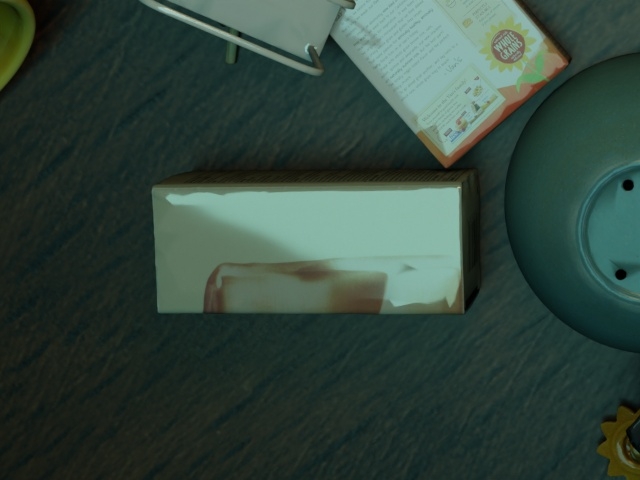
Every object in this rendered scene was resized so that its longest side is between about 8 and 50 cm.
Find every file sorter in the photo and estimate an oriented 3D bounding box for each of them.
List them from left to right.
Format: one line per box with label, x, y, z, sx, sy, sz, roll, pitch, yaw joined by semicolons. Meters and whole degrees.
file sorter;-0.030;-0.309;1.712;0.193;0.173;0.277;22;101;-10

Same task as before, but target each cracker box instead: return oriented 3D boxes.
cracker box;0.106;-0.207;1.847;0.156;0.067;0.232;-40;91;14

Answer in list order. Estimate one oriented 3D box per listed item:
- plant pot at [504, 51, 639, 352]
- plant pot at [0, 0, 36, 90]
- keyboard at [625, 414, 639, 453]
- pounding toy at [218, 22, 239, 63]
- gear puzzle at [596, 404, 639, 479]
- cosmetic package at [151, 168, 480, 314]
plant pot;0.306;-0.023;1.774;0.290;0.195;0.290;2;99;10
plant pot;-0.444;-0.236;1.871;0.254;0.254;0.239;-41;74;14
keyboard;0.425;0.098;1.790;0.317;0.201;0.033;-48;54;9
pounding toy;-0.088;-0.266;1.870;0.130;0.100;0.141;-42;92;0
gear puzzle;0.352;0.320;1.904;0.175;0.044;0.339;-21;91;23
cosmetic package;0.000;0.000;1.859;0.296;0.153;0.129;1;99;12
